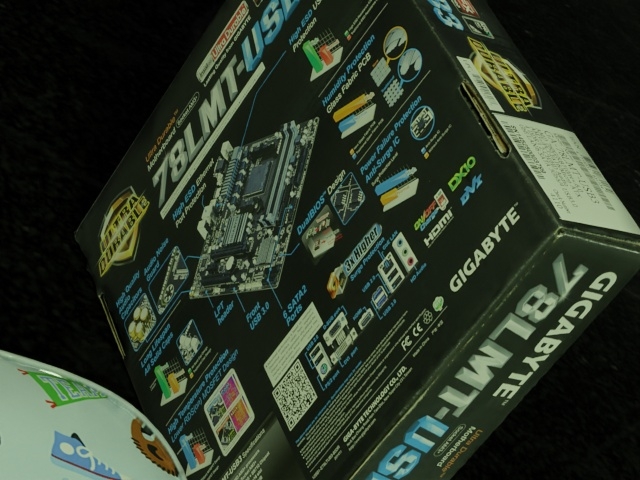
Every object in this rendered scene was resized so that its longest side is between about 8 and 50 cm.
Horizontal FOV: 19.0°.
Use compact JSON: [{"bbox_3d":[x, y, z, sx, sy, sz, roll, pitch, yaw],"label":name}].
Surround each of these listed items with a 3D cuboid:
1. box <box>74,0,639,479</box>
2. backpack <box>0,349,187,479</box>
[{"bbox_3d":[0.000,0.000,1.015,0.073,0.295,0.293,13,36,-38],"label":"box"},{"bbox_3d":[-0.165,0.151,0.719,0.276,0.213,0.263,22,24,-24],"label":"backpack"}]
